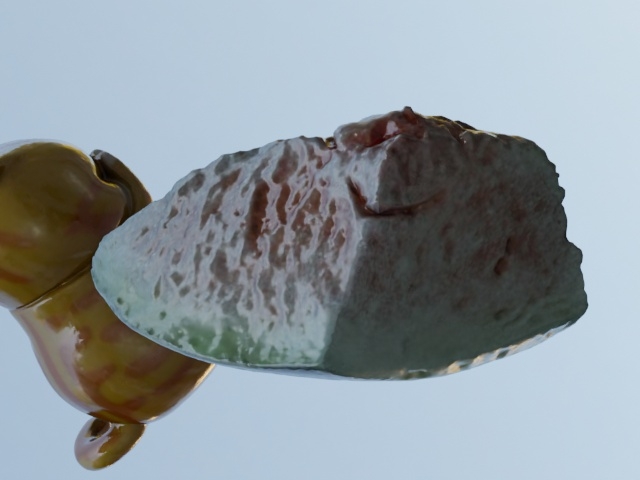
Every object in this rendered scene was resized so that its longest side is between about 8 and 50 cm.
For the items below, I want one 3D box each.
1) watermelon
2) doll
[{"bbox_3d":[-0.001,0.010,0.627,0.081,0.180,0.094,-16,-87,-77],"label":"watermelon"},{"bbox_3d":[-0.190,0.030,1.429,0.162,0.167,0.269,-45,-73,-35],"label":"doll"}]
